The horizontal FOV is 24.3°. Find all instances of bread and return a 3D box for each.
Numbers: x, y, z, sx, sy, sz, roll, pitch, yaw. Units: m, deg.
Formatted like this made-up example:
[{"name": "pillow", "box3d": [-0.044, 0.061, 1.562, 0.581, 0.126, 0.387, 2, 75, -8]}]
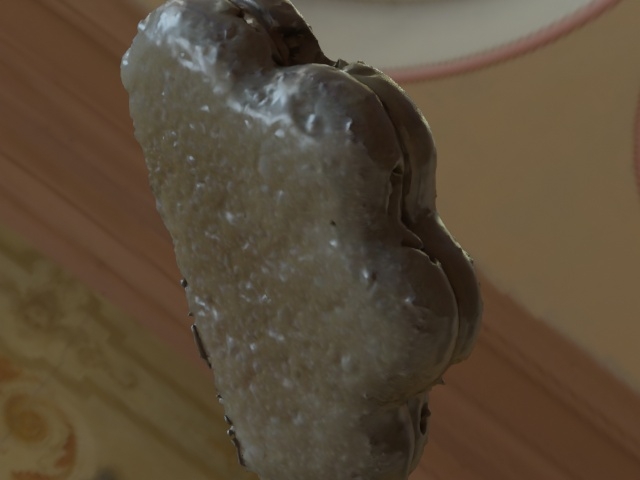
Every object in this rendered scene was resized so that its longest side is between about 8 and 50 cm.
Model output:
[{"name": "bread", "box3d": [0.002, -0.001, 0.905, 0.102, 0.183, 0.337, -25, -81, -49]}]
